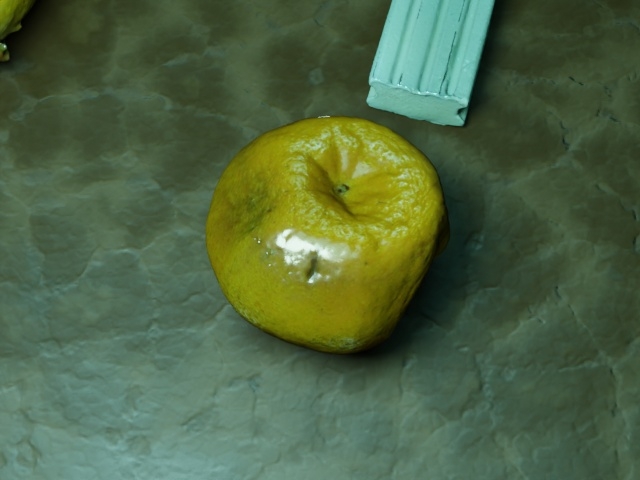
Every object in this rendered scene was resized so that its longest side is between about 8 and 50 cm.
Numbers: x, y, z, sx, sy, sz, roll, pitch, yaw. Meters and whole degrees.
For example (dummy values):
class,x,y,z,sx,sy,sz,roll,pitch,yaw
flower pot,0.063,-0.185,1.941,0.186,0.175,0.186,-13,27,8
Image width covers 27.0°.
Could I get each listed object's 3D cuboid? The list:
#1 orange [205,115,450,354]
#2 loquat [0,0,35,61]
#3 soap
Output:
class,x,y,z,sx,sy,sz,roll,pitch,yaw
orange,0.000,0.000,1.308,0.248,0.183,0.249,6,46,-6
loquat,-0.413,-0.309,1.424,0.274,0.275,0.275,0,63,0
soap,0.128,-0.231,1.484,0.114,0.063,0.198,15,64,6
